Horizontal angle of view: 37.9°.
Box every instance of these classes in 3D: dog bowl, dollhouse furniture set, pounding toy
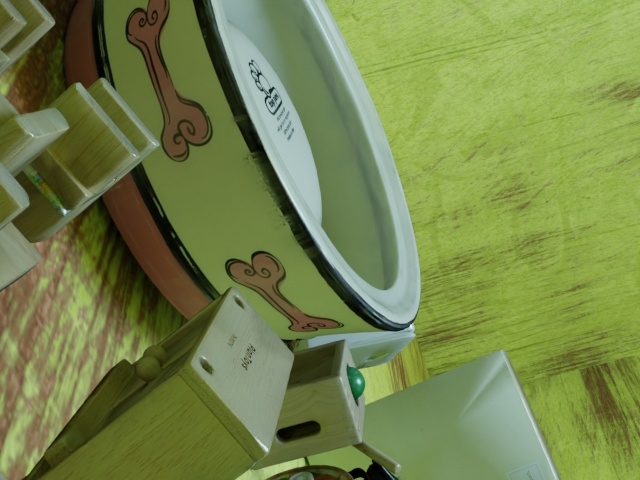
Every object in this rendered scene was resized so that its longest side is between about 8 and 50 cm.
[{"bbox_3d":[-0.060,-0.092,0.813,0.408,0.150,0.408,56,22,-35],"label":"dog bowl"},{"bbox_3d":[-0.152,0.019,0.366,0.242,0.161,0.212,50,12,-8],"label":"dollhouse furniture set"},{"bbox_3d":[-0.001,0.172,0.918,0.130,0.141,0.100,-71,144,-76],"label":"pounding toy"}]

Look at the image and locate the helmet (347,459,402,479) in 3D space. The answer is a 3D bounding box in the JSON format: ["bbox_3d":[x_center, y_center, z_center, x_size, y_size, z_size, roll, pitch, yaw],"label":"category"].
[{"bbox_3d":[0.041,0.307,0.876,0.161,0.169,0.169,58,-6,45],"label":"helmet"}]

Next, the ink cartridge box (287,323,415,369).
[{"bbox_3d":[0.000,0.000,1.139,0.223,0.129,0.307,108,-31,-73],"label":"ink cartridge box"}]

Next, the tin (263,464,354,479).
[{"bbox_3d":[-0.021,0.249,0.771,0.190,0.106,0.040,-76,156,-73],"label":"tin"}]

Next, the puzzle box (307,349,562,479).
[{"bbox_3d":[0.166,0.364,1.066,0.409,0.272,0.052,70,14,16],"label":"puzzle box"}]
